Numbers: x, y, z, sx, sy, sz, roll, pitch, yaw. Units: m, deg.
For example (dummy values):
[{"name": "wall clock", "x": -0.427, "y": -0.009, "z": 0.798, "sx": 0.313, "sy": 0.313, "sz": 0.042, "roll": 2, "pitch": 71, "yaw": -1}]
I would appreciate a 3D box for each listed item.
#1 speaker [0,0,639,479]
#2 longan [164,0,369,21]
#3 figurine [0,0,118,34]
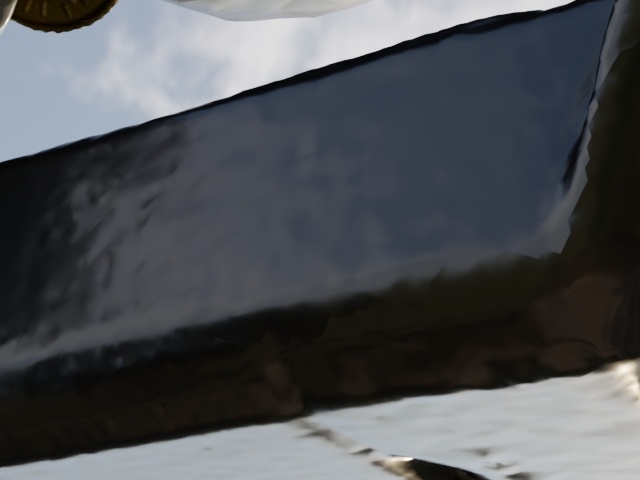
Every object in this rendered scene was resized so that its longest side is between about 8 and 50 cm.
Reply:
[{"name": "speaker", "x": 0.000, "y": 0.000, "z": 0.594, "sx": 0.388, "sy": 0.184, "sz": 0.180, "roll": -14, "pitch": -29, "yaw": 31}, {"name": "longan", "x": -0.028, "y": -0.347, "z": 0.999, "sx": 0.404, "sy": 0.404, "sz": 0.436, "roll": -6, "pitch": -25, "yaw": 4}, {"name": "figurine", "x": -0.209, "y": -0.107, "z": 0.668, "sx": 0.271, "sy": 0.143, "sz": 0.143, "roll": 13, "pitch": -59, "yaw": 7}]
